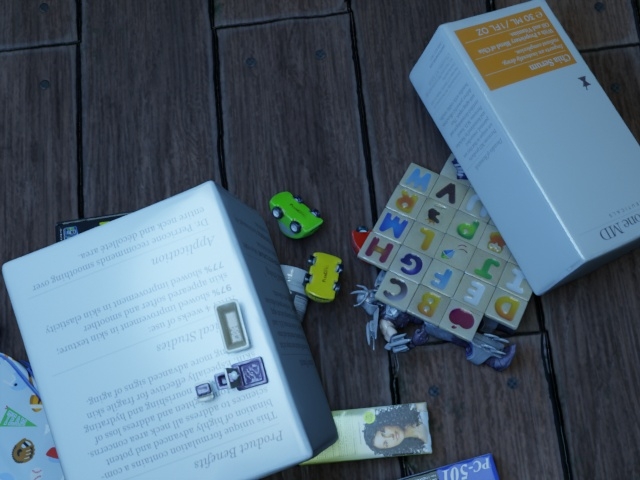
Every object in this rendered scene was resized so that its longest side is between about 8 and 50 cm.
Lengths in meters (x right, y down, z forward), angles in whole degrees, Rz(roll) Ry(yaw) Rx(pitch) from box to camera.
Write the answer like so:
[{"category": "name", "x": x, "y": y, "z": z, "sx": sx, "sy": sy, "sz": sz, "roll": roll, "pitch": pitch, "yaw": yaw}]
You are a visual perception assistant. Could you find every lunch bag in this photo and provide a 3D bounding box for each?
[{"category": "lunch bag", "x": -0.503, "y": 0.345, "z": 1.432, "sx": 0.243, "sy": 0.115, "sz": 0.303, "roll": -45, "pitch": 70, "yaw": -10}]

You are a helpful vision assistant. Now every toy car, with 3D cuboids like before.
[{"category": "toy car", "x": 0.000, "y": 0.000, "z": 1.502, "sx": 0.225, "sy": 0.053, "sz": 0.239, "roll": 40, "pitch": 48, "yaw": 21}]

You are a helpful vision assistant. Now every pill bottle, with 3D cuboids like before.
[{"category": "pill bottle", "x": -0.063, "y": 0.116, "z": 1.492, "sx": 0.078, "sy": 0.078, "sz": 0.137, "roll": 11, "pitch": 76, "yaw": 6}]

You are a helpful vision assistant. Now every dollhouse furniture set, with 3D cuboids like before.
[{"category": "dollhouse furniture set", "x": -0.128, "y": 0.135, "z": 1.077, "sx": 0.091, "sy": 0.081, "sz": 0.114, "roll": -16, "pitch": 81, "yaw": 4}]

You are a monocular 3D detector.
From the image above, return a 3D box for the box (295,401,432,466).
[{"category": "box", "x": 0.064, "y": 0.321, "z": 1.440, "sx": 0.232, "sy": 0.058, "sz": 0.087, "roll": -7, "pitch": 75, "yaw": 2}]

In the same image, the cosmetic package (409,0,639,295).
[{"category": "cosmetic package", "x": 0.368, "y": -0.165, "z": 1.465, "sx": 0.230, "sy": 0.161, "sz": 0.453, "roll": -21, "pitch": 74, "yaw": -24}]

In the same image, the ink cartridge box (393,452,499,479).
[{"category": "ink cartridge box", "x": 0.191, "y": 0.420, "z": 1.411, "sx": 0.207, "sy": 0.046, "sz": 0.097, "roll": -16, "pitch": 75, "yaw": -1}]

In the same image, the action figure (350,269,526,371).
[{"category": "action figure", "x": 0.189, "y": 0.122, "z": 1.459, "sx": 0.285, "sy": 0.099, "sz": 0.185, "roll": 15, "pitch": 62, "yaw": 1}]

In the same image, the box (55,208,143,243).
[{"category": "box", "x": -0.345, "y": 0.086, "z": 1.528, "sx": 0.216, "sy": 0.060, "sz": 0.270, "roll": -8, "pitch": 75, "yaw": 2}]

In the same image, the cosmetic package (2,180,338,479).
[{"category": "cosmetic package", "x": -0.203, "y": 0.173, "z": 1.289, "sx": 0.329, "sy": 0.327, "sz": 0.393, "roll": -20, "pitch": 81, "yaw": 4}]

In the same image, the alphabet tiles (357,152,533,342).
[{"category": "alphabet tiles", "x": 0.238, "y": 0.002, "z": 1.480, "sx": 0.285, "sy": 0.011, "sz": 0.342, "roll": 25, "pitch": 58, "yaw": 10}]
